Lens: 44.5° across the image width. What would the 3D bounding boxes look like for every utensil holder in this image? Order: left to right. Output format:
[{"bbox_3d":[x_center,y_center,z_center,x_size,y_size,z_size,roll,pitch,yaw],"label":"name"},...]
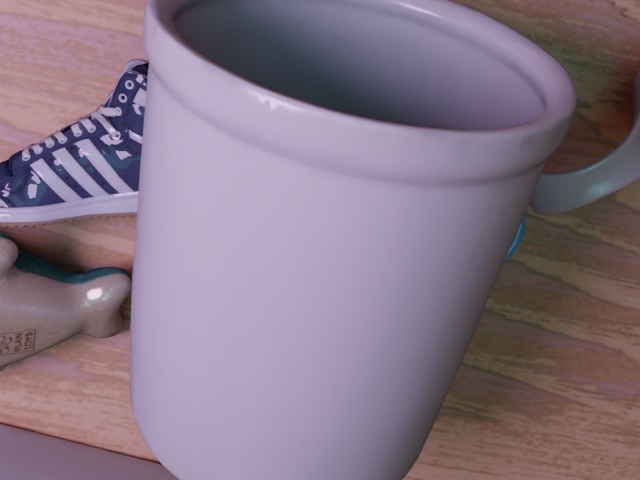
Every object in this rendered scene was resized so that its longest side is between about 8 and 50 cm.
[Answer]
[{"bbox_3d":[0.000,0.000,0.688,0.328,0.327,0.385,8,123,-7],"label":"utensil holder"}]

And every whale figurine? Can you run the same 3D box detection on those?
[{"bbox_3d":[-0.344,0.053,0.826,0.272,0.141,0.216,-3,139,-25],"label":"whale figurine"}]

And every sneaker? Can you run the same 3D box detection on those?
[{"bbox_3d":[-0.242,-0.101,0.792,0.282,0.099,0.153,-4,112,-11],"label":"sneaker"}]

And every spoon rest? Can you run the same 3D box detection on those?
[{"bbox_3d":[0.338,-0.119,0.817,0.276,0.084,0.137,-37,114,-12],"label":"spoon rest"}]

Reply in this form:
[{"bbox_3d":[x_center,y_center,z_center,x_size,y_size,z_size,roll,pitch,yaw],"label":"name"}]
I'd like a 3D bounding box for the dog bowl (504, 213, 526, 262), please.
[{"bbox_3d":[0.142,-0.090,0.843,0.166,0.074,0.297,-7,108,-3],"label":"dog bowl"}]

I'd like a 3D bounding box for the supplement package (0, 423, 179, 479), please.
[{"bbox_3d":[-0.277,0.354,0.887,0.293,0.175,0.177,18,106,-10],"label":"supplement package"}]
